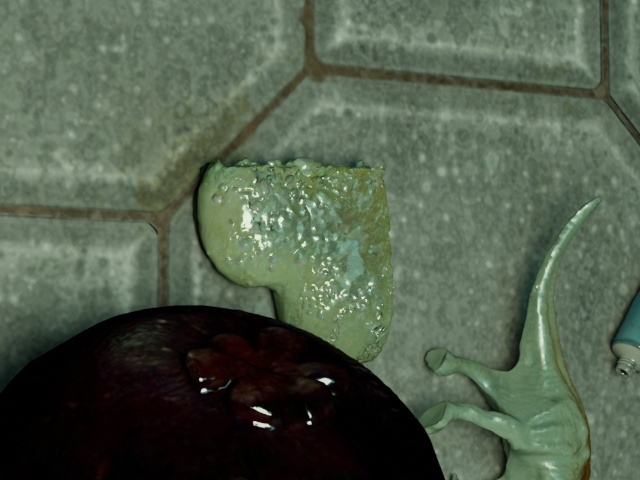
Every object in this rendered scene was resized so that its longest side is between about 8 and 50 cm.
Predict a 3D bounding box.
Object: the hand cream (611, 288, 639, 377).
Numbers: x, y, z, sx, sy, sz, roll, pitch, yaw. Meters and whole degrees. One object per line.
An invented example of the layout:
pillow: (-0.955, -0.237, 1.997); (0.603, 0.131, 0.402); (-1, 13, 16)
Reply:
hand cream: (0.352, 0.049, 1.794); (0.083, 0.048, 0.224); (45, 62, -15)

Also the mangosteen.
mangosteen: (-0.098, 0.261, 1.382); (0.382, 0.382, 0.435); (2, 123, -28)

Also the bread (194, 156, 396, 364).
bread: (0.000, 0.000, 1.593); (0.232, 0.064, 0.172); (49, 68, -18)

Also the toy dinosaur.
toy dinosaur: (0.181, 0.145, 1.662); (0.205, 0.092, 0.393); (26, 73, -24)
